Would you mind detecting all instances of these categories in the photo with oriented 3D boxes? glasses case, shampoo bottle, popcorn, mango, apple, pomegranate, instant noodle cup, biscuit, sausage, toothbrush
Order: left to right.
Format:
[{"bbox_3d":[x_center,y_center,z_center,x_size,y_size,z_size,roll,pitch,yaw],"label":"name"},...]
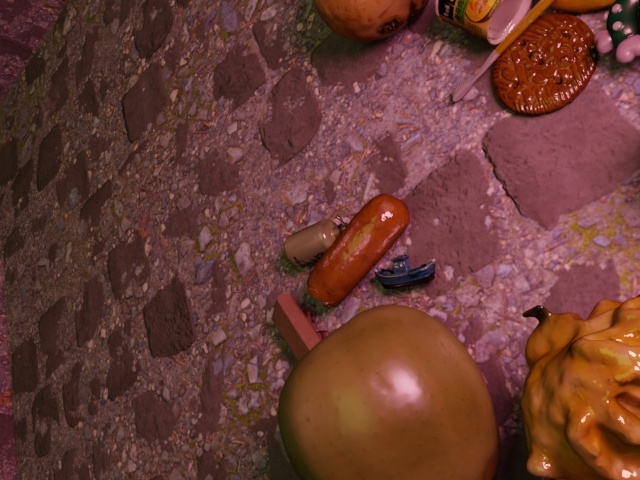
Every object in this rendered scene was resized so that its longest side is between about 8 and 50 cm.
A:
[{"bbox_3d":[-0.033,0.216,1.284,0.193,0.070,0.103,52,142,33],"label":"glasses case"},{"bbox_3d":[0.000,0.000,1.282,0.162,0.079,0.079,-23,66,35],"label":"shampoo bottle"},{"bbox_3d":[0.075,0.019,1.196,0.271,0.108,0.109,-51,53,18],"label":"sausage"},{"bbox_3d":[0.104,-0.539,1.202,0.260,0.260,0.261,-10,74,39],"label":"pomegranate"},{"bbox_3d":[0.111,0.291,0.953,0.357,0.357,0.358,-10,74,39],"label":"apple"},{"bbox_3d":[0.305,-0.444,1.073,0.122,0.151,0.151,47,111,29],"label":"instant noodle cup"},{"bbox_3d":[0.338,-0.361,1.061,0.288,0.021,0.024,-46,42,40],"label":"toothbrush"},{"bbox_3d":[0.395,-0.314,1.039,0.187,0.027,0.188,-10,74,38],"label":"biscuit"},{"bbox_3d":[0.451,-0.442,0.998,0.187,0.066,0.101,23,97,33],"label":"mango"},{"bbox_3d":[0.388,0.187,0.773,0.281,0.315,0.297,46,140,16],"label":"popcorn"}]

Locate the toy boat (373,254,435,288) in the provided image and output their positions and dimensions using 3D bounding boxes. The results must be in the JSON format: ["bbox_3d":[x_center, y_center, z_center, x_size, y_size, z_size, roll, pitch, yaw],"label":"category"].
[{"bbox_3d":[0.161,0.058,1.141,0.137,0.060,0.061,-15,90,44],"label":"toy boat"}]

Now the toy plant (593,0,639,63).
[{"bbox_3d":[0.549,-0.348,0.856,0.233,0.112,0.243,-55,47,17],"label":"toy plant"}]
